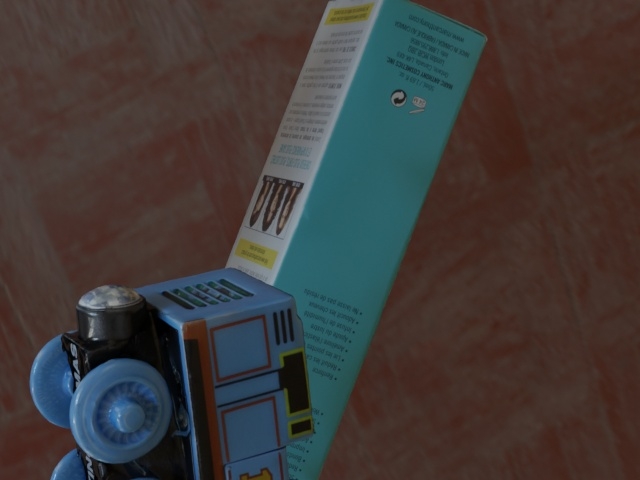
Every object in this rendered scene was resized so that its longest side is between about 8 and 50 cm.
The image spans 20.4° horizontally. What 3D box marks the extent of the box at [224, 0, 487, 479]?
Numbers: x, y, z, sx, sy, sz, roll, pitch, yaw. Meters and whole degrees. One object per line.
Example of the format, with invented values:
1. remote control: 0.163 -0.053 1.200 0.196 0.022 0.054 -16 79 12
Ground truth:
1. box: 0.000 0.000 0.892 0.060 0.100 0.244 21 89 -16

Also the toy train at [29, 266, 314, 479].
1. toy train: -0.055 0.102 0.734 0.105 0.080 0.184 -12 105 -23
